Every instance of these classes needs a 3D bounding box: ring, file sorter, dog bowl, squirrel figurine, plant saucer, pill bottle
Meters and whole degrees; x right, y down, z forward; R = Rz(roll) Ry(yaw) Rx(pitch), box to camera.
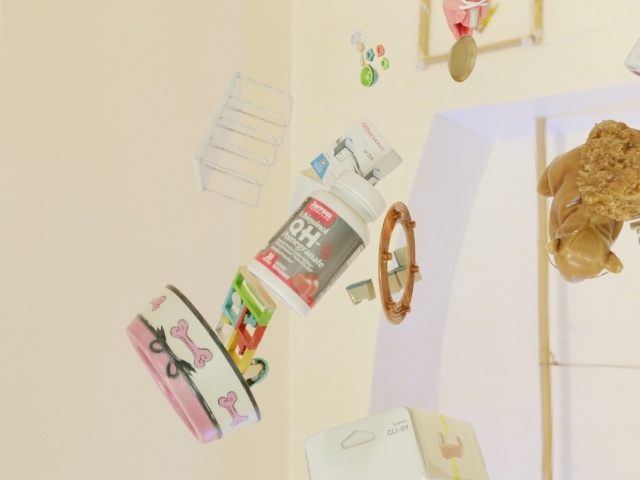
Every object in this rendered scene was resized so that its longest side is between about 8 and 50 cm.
[{"bbox_3d":[0.220,0.062,1.829,0.336,0.032,0.337,1,-90,-66],"label":"ring"},{"bbox_3d":[-0.195,-0.255,1.755,0.193,0.173,0.278,109,-179,-70],"label":"file sorter"},{"bbox_3d":[-0.322,0.316,1.648,0.150,0.408,0.408,-33,-61,-21],"label":"dog bowl"},{"bbox_3d":[0.701,-0.090,1.724,0.370,0.280,0.397,-58,-14,-35],"label":"squirrel figurine"},{"bbox_3d":[0.250,-0.326,1.206,0.083,0.015,0.084,-24,-54,-39],"label":"plant saucer"},{"bbox_3d":[0.000,0.000,1.518,0.318,0.176,0.176,-49,-46,-9],"label":"pill bottle"}]

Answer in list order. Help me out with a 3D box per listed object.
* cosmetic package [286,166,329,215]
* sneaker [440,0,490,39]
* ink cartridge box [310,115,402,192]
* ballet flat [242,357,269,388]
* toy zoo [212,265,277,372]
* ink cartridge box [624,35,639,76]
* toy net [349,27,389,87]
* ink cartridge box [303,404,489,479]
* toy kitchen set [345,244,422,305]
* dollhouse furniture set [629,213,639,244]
[{"bbox_3d":[0.019,-0.135,2.094,0.183,0.151,0.151,-26,-40,-55],"label":"cosmetic package"},{"bbox_3d":[0.305,-0.496,1.319,0.314,0.115,0.136,65,-161,-83],"label":"sneaker"},{"bbox_3d":[0.090,-0.199,1.714,0.082,0.190,0.140,34,-162,-54],"label":"ink cartridge box"},{"bbox_3d":[-0.251,0.419,1.971,0.247,0.083,0.087,-34,-19,-28],"label":"ballet flat"},{"bbox_3d":[-0.234,0.245,1.956,0.030,0.192,0.293,4,-59,-40],"label":"toy zoo"},{"bbox_3d":[0.538,-0.317,0.811,0.065,0.185,0.311,5,-64,-52],"label":"ink cartridge box"},{"bbox_3d":[0.142,-0.601,2.143,0.045,0.122,0.232,-7,-119,-29],"label":"toy net"},{"bbox_3d":[0.180,0.510,1.539,0.384,0.279,0.161,31,-141,-52],"label":"ink cartridge box"},{"bbox_3d":[0.195,0.110,2.156,0.207,0.166,0.122,-18,-92,-56],"label":"toy kitchen set"},{"bbox_3d":[0.984,-0.164,2.084,0.262,0.135,0.259,56,-150,-10],"label":"dollhouse furniture set"}]
